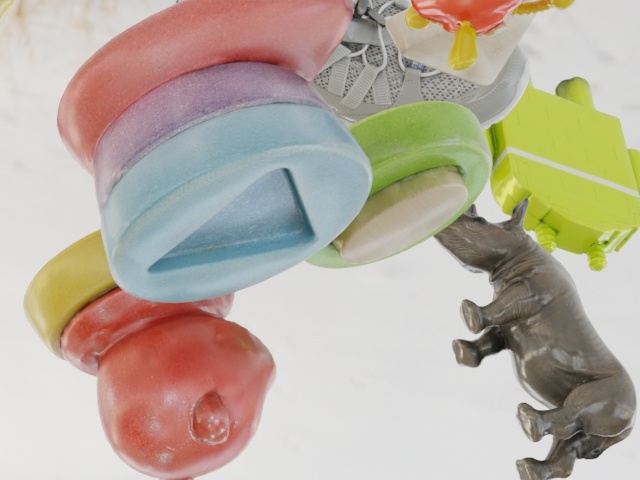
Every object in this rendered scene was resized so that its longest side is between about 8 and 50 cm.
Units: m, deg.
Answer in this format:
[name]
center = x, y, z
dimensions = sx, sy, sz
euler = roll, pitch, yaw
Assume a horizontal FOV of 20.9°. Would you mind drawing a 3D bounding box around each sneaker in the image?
[sneaker]
center = 0.017, -0.147, 1.298
dimensions = 0.281, 0.105, 0.115
euler = 9, 153, 8

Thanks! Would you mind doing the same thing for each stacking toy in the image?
[stacking toy]
center = 0.000, 0.000, 0.905
dimensions = 0.279, 0.130, 0.309
euler = -17, 154, -20

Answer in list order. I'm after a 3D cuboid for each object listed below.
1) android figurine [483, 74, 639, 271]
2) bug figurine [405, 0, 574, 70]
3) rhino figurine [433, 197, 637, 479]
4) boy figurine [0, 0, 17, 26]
[android figurine]
center = 0.253, -0.081, 1.849
dimensions = 0.248, 0.273, 0.056
euler = 16, 134, -23
[bug figurine]
center = 0.140, -0.166, 0.587
dimensions = 0.279, 0.216, 0.072
euler = -1, 174, 21
[rhino figurine]
center = 0.152, 0.058, 1.290
dimensions = 0.106, 0.243, 0.073
euler = -17, 158, -23
[boy figurine]
center = -0.264, -0.211, 1.180
dimensions = 0.285, 0.092, 0.177
euler = 0, 123, 40
